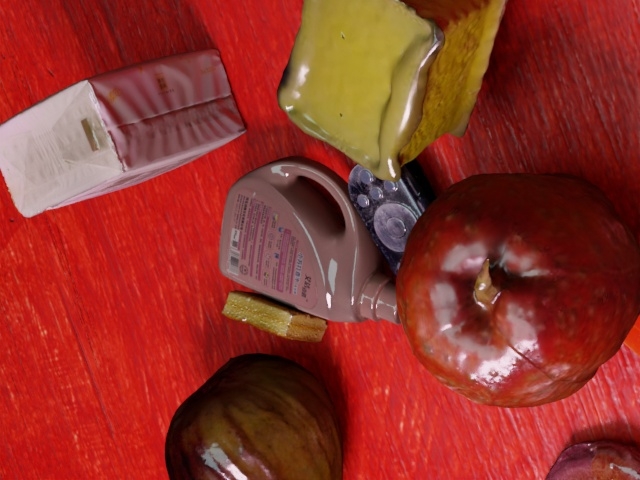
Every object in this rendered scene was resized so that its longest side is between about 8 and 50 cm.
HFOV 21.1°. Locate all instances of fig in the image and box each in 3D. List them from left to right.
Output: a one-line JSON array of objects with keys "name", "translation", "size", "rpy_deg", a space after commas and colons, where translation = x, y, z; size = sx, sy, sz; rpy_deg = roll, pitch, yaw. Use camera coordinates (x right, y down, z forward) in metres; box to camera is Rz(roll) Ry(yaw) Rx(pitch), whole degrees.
[{"name": "fig", "translation": [-0.026, 0.284, 1.992], "size": [0.321, 0.217, 0.217], "rpy_deg": [44, 128, -8]}]

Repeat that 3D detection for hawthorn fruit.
[{"name": "hawthorn fruit", "translation": [0.191, 0.048, 1.696], "size": [0.258, 0.262, 0.258], "rpy_deg": [16, 127, 22]}]

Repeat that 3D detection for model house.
[{"name": "model house", "translation": [0.104, -0.199, 1.700], "size": [0.174, 0.234, 0.193], "rpy_deg": [38, 134, 29]}]

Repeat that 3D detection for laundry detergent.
[{"name": "laundry detergent", "translation": [0.000, 0.000, 1.931], "size": [0.237, 0.076, 0.171], "rpy_deg": [21, 116, 29]}]

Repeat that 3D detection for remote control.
[{"name": "remote control", "translation": [0.123, 0.020, 1.865], "size": [0.090, 0.066, 0.266], "rpy_deg": [-28, 92, 46]}]

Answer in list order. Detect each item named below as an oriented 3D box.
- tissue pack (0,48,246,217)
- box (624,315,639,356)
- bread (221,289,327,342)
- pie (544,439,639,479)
[{"name": "tissue pack", "translation": [-0.231, -0.124, 1.963], "size": [0.185, 0.225, 0.124], "rpy_deg": [-19, 93, 38]}, {"name": "box", "translation": [0.405, 0.047, 1.678], "size": [0.139, 0.035, 0.245], "rpy_deg": [41, 124, 18]}, {"name": "bread", "translation": [-0.052, 0.088, 1.989], "size": [0.094, 0.090, 0.035], "rpy_deg": [19, 92, 30]}, {"name": "pie", "translation": [0.312, 0.295, 1.818], "size": [0.182, 0.049, 0.182], "rpy_deg": [16, 117, 36]}]
